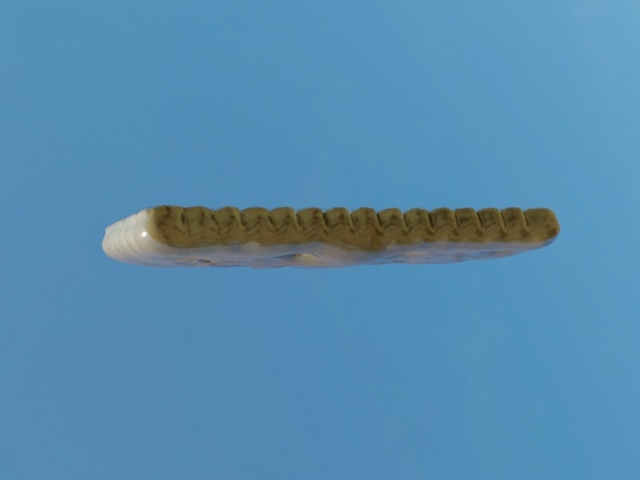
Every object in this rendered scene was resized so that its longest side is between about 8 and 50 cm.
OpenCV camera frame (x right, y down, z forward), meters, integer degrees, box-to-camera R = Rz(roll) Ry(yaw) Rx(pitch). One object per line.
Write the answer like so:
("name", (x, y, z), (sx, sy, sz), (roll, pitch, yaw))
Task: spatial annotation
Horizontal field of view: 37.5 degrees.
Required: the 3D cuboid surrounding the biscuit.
("biscuit", (0.000, 0.000, 0.743), (0.325, 0.217, 0.044), (-1, -91, -20))
